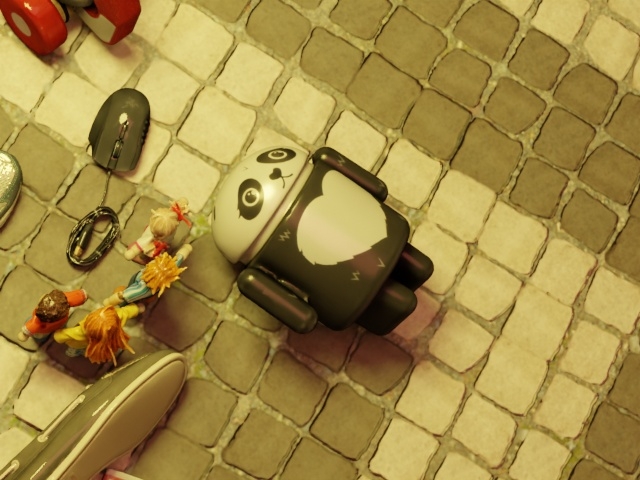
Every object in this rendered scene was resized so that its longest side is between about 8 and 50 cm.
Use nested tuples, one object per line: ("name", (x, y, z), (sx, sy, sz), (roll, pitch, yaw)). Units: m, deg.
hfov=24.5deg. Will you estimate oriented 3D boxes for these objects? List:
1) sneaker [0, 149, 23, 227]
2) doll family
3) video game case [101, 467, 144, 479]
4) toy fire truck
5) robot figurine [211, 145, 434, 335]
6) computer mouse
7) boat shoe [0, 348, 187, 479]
("sneaker", (-0.471, -0.024, 1.722), (0.283, 0.122, 0.110), (-33, 87, -20))
("doll family", (-0.229, 0.065, 1.746), (0.263, 0.163, 0.118), (-40, 90, -20))
("video game case", (-0.209, 0.437, 1.737), (0.204, 0.025, 0.285), (22, 72, -10))
("toy fire truck", (-0.330, -0.380, 1.775), (0.169, 0.254, 0.302), (-42, 90, -20))
("robot figurine", (0.000, 0.000, 1.817), (0.278, 0.209, 0.173), (34, 106, -6))
("computer mouse", (-0.265, -0.082, 1.836), (0.071, 0.041, 0.242), (16, 74, -12))
("boat shoe", (-0.295, 0.236, 1.717), (0.095, 0.112, 0.335), (30, 63, 26))
